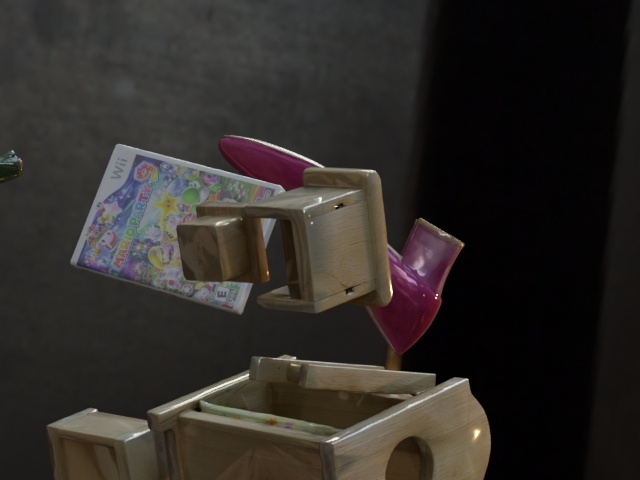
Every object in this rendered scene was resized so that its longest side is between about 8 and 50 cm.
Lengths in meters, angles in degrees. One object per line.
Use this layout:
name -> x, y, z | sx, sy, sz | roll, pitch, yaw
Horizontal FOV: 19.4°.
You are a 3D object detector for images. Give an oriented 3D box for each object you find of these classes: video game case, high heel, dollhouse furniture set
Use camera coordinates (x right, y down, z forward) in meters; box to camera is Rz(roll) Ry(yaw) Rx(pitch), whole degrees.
video game case -> -0.092, -0.008, 1.207 | 0.011, 0.122, 0.087 | 51, 57, -66
high heel -> 0.000, 0.000, 1.680 | 0.117, 0.244, 0.082 | -62, -178, -2
dollhouse furniture set -> -0.031, 0.042, 0.834 | 0.182, 0.101, 0.161 | 5, -73, 42

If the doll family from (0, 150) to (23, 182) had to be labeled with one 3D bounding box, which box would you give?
doll family -> -0.226, -0.019, 0.827 | 0.111, 0.193, 0.076 | 108, -22, -46
